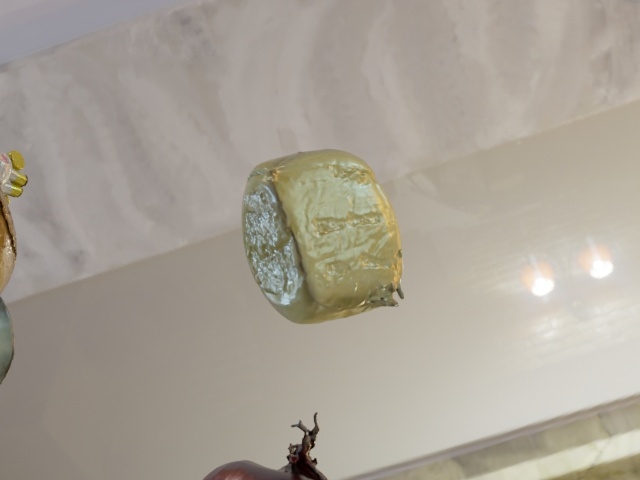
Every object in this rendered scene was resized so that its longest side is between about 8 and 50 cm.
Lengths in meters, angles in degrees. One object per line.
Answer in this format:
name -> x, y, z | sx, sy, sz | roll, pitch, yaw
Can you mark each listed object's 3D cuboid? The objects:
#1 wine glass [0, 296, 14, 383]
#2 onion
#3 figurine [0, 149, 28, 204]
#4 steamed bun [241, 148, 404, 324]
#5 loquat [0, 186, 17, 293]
wine glass -> -0.766, 0.178, 1.302 | 0.267, 0.267, 0.406 | -29, -13, 12
onion -> -0.053, 0.408, 1.155 | 0.273, 0.285, 0.273 | 19, -21, 7
figurine -> -0.567, -0.120, 1.255 | 0.130, 0.178, 0.109 | 26, -95, 0
steamed bun -> 0.000, 0.000, 1.188 | 0.232, 0.273, 0.166 | -18, -4, -36
loquat -> -0.460, -0.013, 0.827 | 0.263, 0.263, 0.263 | -4, -54, -5
